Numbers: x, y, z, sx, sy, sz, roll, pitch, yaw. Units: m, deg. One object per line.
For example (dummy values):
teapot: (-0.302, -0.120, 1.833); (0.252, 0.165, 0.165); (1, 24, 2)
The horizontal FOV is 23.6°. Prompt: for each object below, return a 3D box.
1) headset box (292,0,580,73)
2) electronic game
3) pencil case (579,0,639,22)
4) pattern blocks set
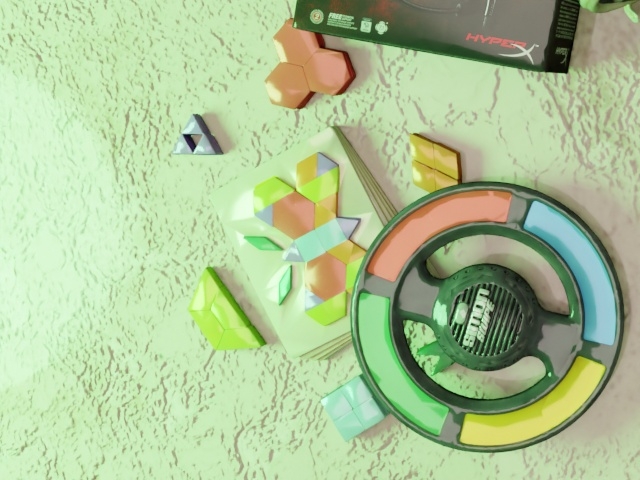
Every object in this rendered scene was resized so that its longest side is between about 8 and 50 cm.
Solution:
headset box: (0.115, -0.296, 1.239); (0.218, 0.110, 0.293); (13, 99, 17)
electronic game: (0.139, 0.065, 1.286); (0.229, 0.048, 0.229); (1, 95, 7)
pencil case: (0.149, -0.348, 1.083); (0.160, 0.183, 0.410); (-34, 84, -12)
pattern blocks set: (0.000, 0.000, 1.353); (0.285, 0.026, 0.325); (-44, 82, 17)
